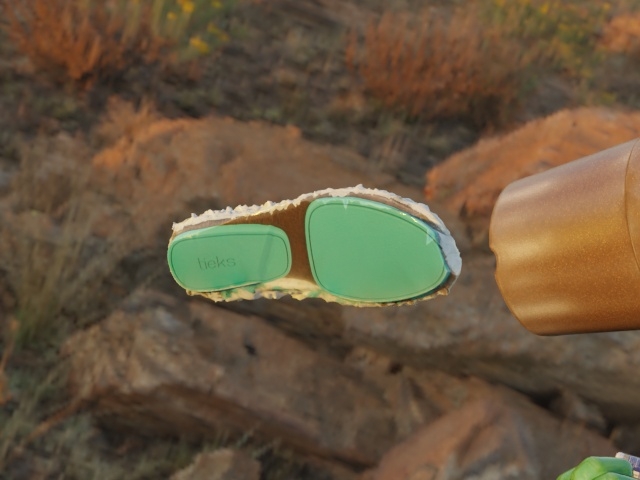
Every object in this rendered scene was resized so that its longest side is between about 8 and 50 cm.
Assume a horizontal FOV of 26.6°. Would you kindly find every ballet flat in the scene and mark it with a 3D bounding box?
[{"bbox_3d":[0.000,0.000,1.632,0.409,0.147,0.147,1,8,32],"label":"ballet flat"}]

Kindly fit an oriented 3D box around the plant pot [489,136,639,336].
[{"bbox_3d":[0.226,-0.001,1.005,0.165,0.166,0.167,-13,-3,38],"label":"plant pot"}]

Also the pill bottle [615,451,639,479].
[{"bbox_3d":[0.390,0.291,1.552,0.120,0.067,0.067,16,18,15],"label":"pill bottle"}]

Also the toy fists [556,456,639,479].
[{"bbox_3d":[0.273,0.344,1.361,0.096,0.142,0.279,42,41,-30],"label":"toy fists"}]
